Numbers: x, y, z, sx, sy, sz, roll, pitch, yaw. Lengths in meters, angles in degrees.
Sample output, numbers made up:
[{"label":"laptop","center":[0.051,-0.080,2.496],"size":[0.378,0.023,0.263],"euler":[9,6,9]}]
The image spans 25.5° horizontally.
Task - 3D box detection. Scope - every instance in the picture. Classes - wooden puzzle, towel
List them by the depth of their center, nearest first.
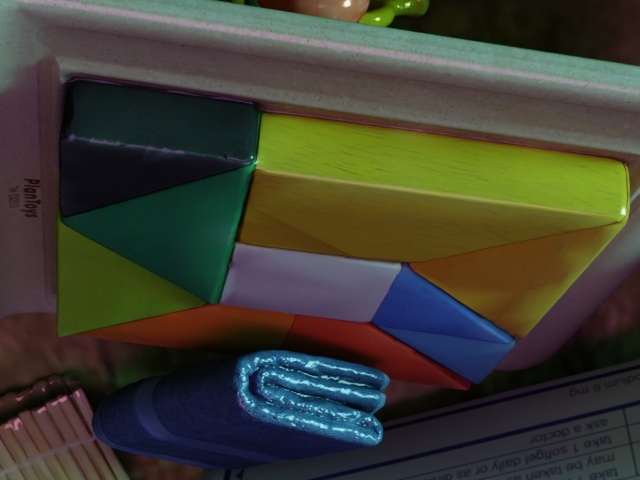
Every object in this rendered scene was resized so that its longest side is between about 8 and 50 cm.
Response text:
[{"label":"wooden puzzle","center":[0.000,0.000,0.448],"size":[0.239,0.044,0.221],"euler":[3,156,-9]},{"label":"towel","center":[-0.032,0.062,0.516],"size":[0.067,0.029,0.119],"euler":[17,160,-30]}]

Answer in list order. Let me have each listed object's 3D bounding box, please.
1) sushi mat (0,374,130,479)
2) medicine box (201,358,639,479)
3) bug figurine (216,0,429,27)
[{"label":"sushi mat","center":[-0.115,0.204,0.636],"size":[0.152,0.019,0.316],"euler":[-18,120,4]},{"label":"medicine box","center":[0.090,0.187,0.472],"size":[0.264,0.289,0.149],"euler":[-15,120,12]},{"label":"bug figurine","center":[-0.097,-0.112,0.424],"size":[0.279,0.072,0.216],"euler":[-2,120,-3]}]
